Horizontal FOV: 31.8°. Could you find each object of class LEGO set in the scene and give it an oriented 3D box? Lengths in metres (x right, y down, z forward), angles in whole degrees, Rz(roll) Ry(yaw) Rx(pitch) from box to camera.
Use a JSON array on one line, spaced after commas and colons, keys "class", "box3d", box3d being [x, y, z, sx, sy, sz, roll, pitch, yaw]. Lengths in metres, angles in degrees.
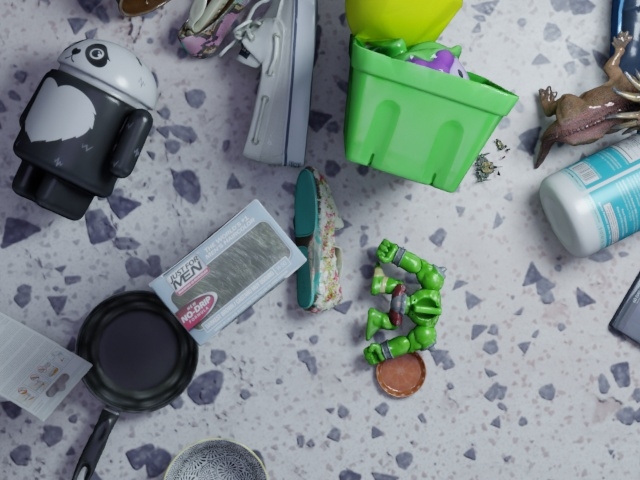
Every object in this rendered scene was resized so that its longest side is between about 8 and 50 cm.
[{"class": "LEGO set", "box3d": [0.281, -0.129, 1.869, 0.083, 0.023, 0.054, -35, 94, -17]}]

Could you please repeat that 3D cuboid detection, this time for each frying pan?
[{"class": "frying pan", "box3d": [-0.295, 0.242, 1.804, 0.197, 0.053, 0.326, 2, 90, -2]}]

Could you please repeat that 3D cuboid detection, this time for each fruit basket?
[{"class": "fruit basket", "box3d": [0.150, -0.291, 1.688, 0.282, 0.392, 0.392, 18, 88, -3]}]

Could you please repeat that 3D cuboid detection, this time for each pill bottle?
[{"class": "pill bottle", "box3d": [0.500, -0.088, 1.818, 0.264, 0.146, 0.146, -25, 91, -4]}]

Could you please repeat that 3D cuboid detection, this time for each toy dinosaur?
[{"class": "toy dinosaur", "box3d": [0.441, -0.200, 1.766, 0.295, 0.200, 0.127, -31, 112, 23]}]

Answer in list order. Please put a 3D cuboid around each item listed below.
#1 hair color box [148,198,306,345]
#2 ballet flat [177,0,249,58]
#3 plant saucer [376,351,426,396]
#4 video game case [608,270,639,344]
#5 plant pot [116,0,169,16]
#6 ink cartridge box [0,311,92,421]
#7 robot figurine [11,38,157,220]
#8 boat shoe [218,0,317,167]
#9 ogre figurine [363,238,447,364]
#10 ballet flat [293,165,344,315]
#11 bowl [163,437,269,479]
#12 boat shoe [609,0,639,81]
[{"class": "hair color box", "box3d": [-0.135, 0.044, 1.657, 0.185, 0.374, 0.114, -39, 92, -3]}, {"class": "ballet flat", "box3d": [-0.156, -0.397, 1.808, 0.077, 0.079, 0.221, 32, 88, 31]}, {"class": "plant saucer", "box3d": [0.133, 0.216, 1.853, 0.083, 0.013, 0.084, 0, 89, -5]}, {"class": "video game case", "box3d": [0.649, 0.130, 1.885, 0.274, 0.026, 0.196, 31, 87, -4]}, {"class": "plant pot", "box3d": [-0.293, -0.470, 1.772, 0.167, 0.167, 0.165, -36, 83, -4]}, {"class": "ink cartridge box", "box3d": [-0.468, 0.202, 1.743, 0.179, 0.145, 0.045, 30, 130, 4]}, {"class": "robot figurine", "box3d": [-0.369, -0.176, 1.746, 0.209, 0.173, 0.278, 27, 88, -5]}, {"class": "boat shoe", "box3d": [-0.087, -0.305, 1.800, 0.156, 0.136, 0.367, 5, 98, -1]}, {"class": "ogre figurine", "box3d": [0.137, 0.107, 1.815, 0.118, 0.097, 0.197, 8, 74, 6]}, {"class": "ballet flat", "box3d": [0.000, 0.000, 1.826, 0.077, 0.091, 0.241, -1, 94, -34]}, {"class": "bowl", "box3d": [-0.166, 0.394, 1.796, 0.170, 0.080, 0.170, 0, 89, -4]}, {"class": "boat shoe", "box3d": [0.530, -0.380, 1.857, 0.089, 0.109, 0.258, 3, 105, 4]}]
